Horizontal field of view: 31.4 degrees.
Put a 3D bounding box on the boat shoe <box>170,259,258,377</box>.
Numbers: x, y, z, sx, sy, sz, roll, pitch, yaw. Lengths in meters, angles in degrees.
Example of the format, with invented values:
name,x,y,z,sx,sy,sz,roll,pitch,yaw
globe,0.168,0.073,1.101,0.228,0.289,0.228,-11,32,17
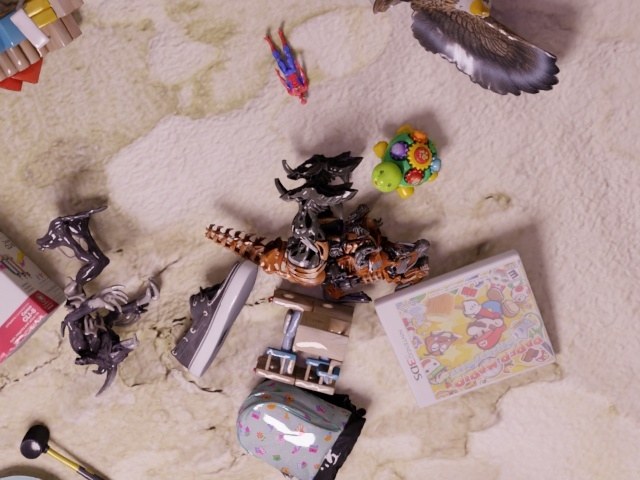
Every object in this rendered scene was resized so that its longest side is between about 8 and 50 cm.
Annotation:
name,x,y,z,sx,sy,sz,roll,pitch,yaw
boat shoe,-0.168,0.109,1.735,0.076,0.080,0.228,33,126,6

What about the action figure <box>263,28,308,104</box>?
name,x,y,z,sx,sy,sz,roll,pitch,yaw
action figure,-0.048,-0.256,1.704,0.038,0.030,0.115,-25,99,3

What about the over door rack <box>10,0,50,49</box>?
name,x,y,z,sx,sy,sz,roll,pitch,yaw
over door rack,-0.340,-0.431,1.549,0.239,0.324,0.108,-40,126,10

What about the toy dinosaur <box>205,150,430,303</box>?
name,x,y,z,sx,sy,sz,roll,pitch,yaw
toy dinosaur,0.000,0.000,1.692,0.322,0.164,0.218,-6,117,-16

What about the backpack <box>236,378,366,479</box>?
name,x,y,z,sx,sy,sz,roll,pitch,yaw
backpack,-0.039,0.290,1.757,0.182,0.115,0.152,29,103,1

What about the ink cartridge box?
name,x,y,z,sx,sy,sz,roll,pitch,yaw
ink cartridge box,-0.504,0.081,1.744,0.176,0.128,0.127,44,100,-5

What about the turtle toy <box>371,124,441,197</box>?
name,x,y,z,sx,sy,sz,roll,pitch,yaw
turtle toy,0.125,-0.113,1.678,0.130,0.066,0.095,-35,98,-24

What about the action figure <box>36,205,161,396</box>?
name,x,y,z,sx,sy,sz,roll,pitch,yaw
action figure,-0.328,0.089,1.722,0.141,0.164,0.275,-16,93,12

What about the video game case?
name,x,y,z,sx,sy,sz,roll,pitch,yaw
video game case,0.221,0.137,1.723,0.227,0.026,0.206,-21,118,7

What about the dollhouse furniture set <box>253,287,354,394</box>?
name,x,y,z,sx,sy,sz,roll,pitch,yaw
dollhouse furniture set,-0.030,0.164,1.697,0.129,0.183,0.129,14,101,2

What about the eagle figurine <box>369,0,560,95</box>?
name,x,y,z,sx,sy,sz,roll,pitch,yaw
eagle figurine,0.213,-0.348,1.612,0.298,0.225,0.226,10,147,-27

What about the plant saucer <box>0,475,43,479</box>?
name,x,y,z,sx,sy,sz,roll,pitch,yaw
plant saucer,-0.479,0.469,1.859,0.195,0.037,0.194,1,99,4

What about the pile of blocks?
name,x,y,z,sx,sy,sz,roll,pitch,yaw
pile of blocks,-0.499,-0.249,1.676,0.362,0.149,0.112,-25,112,10

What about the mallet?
name,x,y,z,sx,sy,sz,roll,pitch,yaw
mallet,-0.396,0.359,1.840,0.190,0.062,0.039,33,102,-17
